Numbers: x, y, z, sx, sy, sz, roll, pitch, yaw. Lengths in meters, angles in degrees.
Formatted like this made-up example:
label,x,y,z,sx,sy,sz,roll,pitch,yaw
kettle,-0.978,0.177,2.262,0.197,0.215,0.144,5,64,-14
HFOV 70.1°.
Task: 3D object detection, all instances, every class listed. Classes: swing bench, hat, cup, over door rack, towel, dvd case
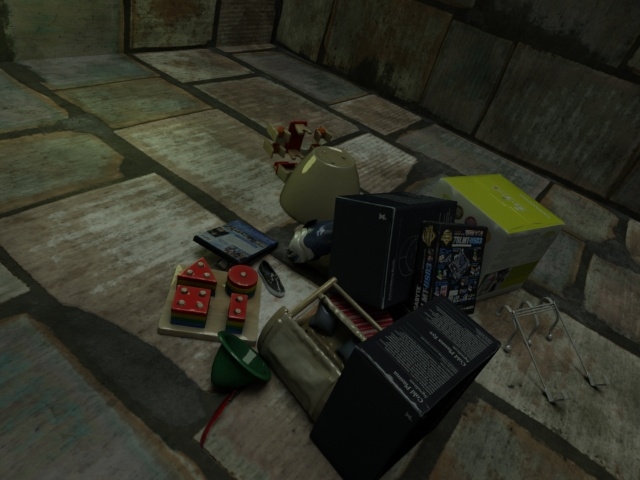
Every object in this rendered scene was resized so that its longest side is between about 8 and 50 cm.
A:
label,x,y,z,sx,sy,sz,roll,pitch,yaw
swing bench,0.011,0.271,1.159,0.254,0.165,0.253,-26,54,-33
hat,-0.241,0.342,1.098,0.173,0.184,0.208,41,-4,12
cup,0.024,-0.229,1.808,0.330,0.237,0.331,12,36,-9
over door rack,0.727,0.350,1.470,0.239,0.108,0.325,-5,55,-29
towel,0.127,0.267,1.327,0.198,0.031,0.275,-7,45,-17
dvd case,-0.269,0.004,1.497,0.180,0.022,0.253,29,23,14

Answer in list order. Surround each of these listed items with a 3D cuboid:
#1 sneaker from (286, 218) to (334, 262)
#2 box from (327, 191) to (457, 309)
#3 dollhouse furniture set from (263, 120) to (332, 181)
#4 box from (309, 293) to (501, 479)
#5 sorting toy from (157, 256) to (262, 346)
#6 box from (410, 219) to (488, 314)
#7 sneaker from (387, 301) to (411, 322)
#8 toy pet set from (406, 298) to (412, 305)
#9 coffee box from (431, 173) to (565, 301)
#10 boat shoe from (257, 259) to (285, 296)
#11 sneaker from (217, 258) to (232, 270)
label,x,y,z,sx,sy,sz,roll,pitch,yaw
sneaker,0.000,0.000,1.583,0.236,0.130,0.323,-16,-4,9
box,0.232,0.011,1.431,0.211,0.294,0.395,16,16,38
dollhouse furniture set,-0.121,-0.389,1.938,0.261,0.259,0.135,-8,45,-33
box,0.182,0.337,1.018,0.312,0.344,0.179,-20,51,-42
sorting toy,-0.293,0.152,1.276,0.256,0.090,0.256,10,36,-11
box,0.400,0.092,1.405,0.295,0.294,0.073,0,7,-45
sneaker,0.273,0.244,1.438,0.234,0.084,0.097,43,19,29
toy pet set,0.304,0.177,1.530,0.122,0.065,0.114,39,40,27
coffee box,0.602,-0.019,1.695,0.337,0.335,0.338,-8,43,-32
boat shoe,-0.154,0.117,1.427,0.049,0.040,0.142,-13,45,-36
sneaker,-0.291,0.062,1.452,0.044,0.040,0.109,50,27,-11
